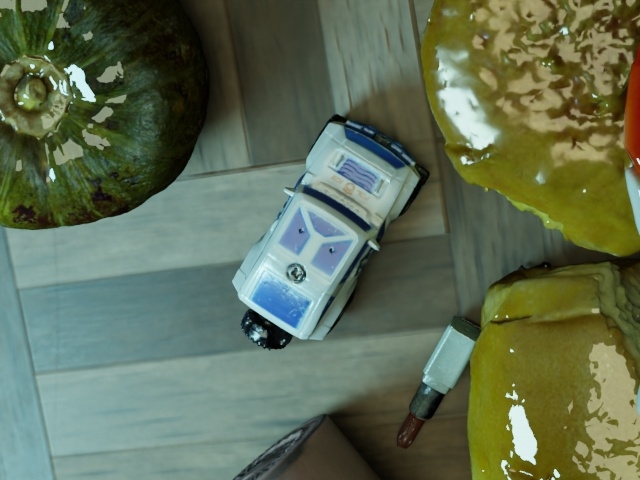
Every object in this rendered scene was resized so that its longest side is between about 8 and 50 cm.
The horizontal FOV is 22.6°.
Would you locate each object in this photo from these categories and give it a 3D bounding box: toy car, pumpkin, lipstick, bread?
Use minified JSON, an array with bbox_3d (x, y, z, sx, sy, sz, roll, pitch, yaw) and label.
[{"bbox_3d":[0.000,0.000,1.111,0.080,0.070,0.171,33,106,4],"label":"toy car"},{"bbox_3d":[-0.185,-0.109,1.096,0.219,0.162,0.219,-4,112,-9],"label":"pumpkin"},{"bbox_3d":[0.080,0.105,1.137,0.025,0.025,0.107,29,111,6],"label":"lipstick"},{"bbox_3d":[0.203,-0.117,1.003,0.268,0.146,0.268,3,106,11],"label":"bread"},{"bbox_3d":[0.201,0.179,1.058,0.195,0.149,0.344,-6,99,14],"label":"bread"}]

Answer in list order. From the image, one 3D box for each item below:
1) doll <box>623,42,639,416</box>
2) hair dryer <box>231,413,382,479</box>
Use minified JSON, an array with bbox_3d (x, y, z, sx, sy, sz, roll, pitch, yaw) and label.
[{"bbox_3d":[0.259,-0.049,0.900,0.188,0.099,0.384,12,101,-1],"label":"doll"},{"bbox_3d":[-0.058,0.303,1.177,0.352,0.125,0.210,-38,92,27],"label":"hair dryer"}]
